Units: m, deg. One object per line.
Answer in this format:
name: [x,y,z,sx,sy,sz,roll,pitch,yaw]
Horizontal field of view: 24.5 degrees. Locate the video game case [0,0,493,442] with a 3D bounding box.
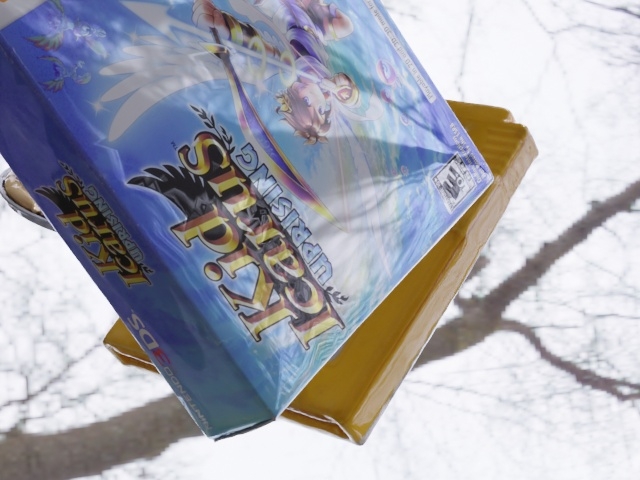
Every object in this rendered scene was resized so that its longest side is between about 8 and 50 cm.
video game case: [-0.049,-0.074,0.791,0.061,0.244,0.269,-23,-74,47]

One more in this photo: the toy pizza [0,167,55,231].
toy pizza: [-0.161,-0.041,1.202,0.201,0.201,0.032,28,-66,40]

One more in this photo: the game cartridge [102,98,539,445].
game cartridge: [0.000,0.000,1.265,0.285,0.052,0.323,12,-119,40]
